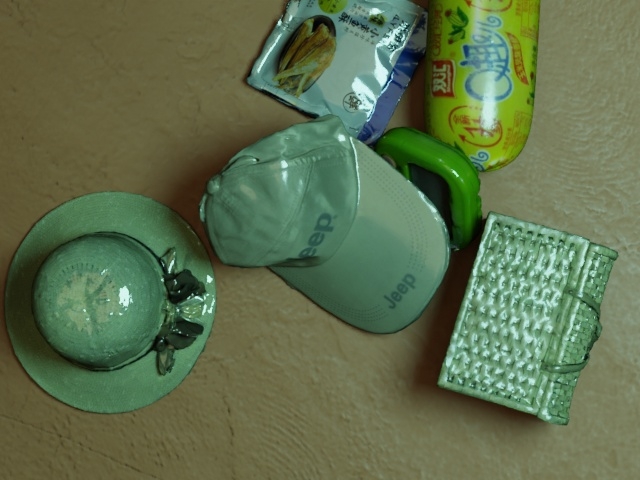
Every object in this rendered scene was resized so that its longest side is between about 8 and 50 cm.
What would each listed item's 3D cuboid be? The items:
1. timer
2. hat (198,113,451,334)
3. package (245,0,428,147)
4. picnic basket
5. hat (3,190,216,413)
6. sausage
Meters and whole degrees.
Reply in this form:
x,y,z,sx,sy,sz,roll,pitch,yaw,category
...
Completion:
x,y,z,sx,sy,sz,roll,pitch,yaw,category
0.118,-0.057,1.532,0.128,0.140,0.047,28,58,29,timer
0.000,0.000,1.506,0.244,0.149,0.214,41,123,19,hat
0.026,-0.217,1.608,0.173,0.027,0.171,28,90,10,package
0.225,0.085,1.515,0.154,0.134,0.196,16,88,6,picnic basket
-0.250,0.068,1.571,0.257,0.130,0.257,0,87,6,hat
0.177,-0.230,1.544,0.123,0.123,0.347,3,88,7,sausage
